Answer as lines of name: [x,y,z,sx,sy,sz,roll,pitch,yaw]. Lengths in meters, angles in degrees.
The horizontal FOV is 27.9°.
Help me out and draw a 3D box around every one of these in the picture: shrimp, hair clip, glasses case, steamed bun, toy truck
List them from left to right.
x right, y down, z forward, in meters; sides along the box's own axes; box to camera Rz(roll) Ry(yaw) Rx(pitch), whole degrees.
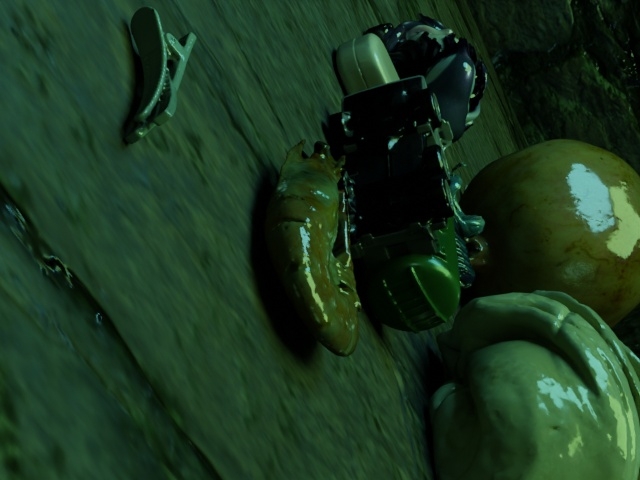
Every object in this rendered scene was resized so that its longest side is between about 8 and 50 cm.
hair clip: [-0.096,-0.094,0.728,0.039,0.030,0.115,40,24,-25]
shrimp: [-0.002,0.001,0.905,0.217,0.051,0.115,-89,161,-58]
glasses case: [0.075,-0.124,1.367,0.083,0.050,0.196,-74,141,-64]
toy truck: [0.073,-0.036,1.138,0.242,0.101,0.125,-90,160,-49]
steamed bun: [0.223,0.173,1.186,0.289,0.203,0.275,42,31,-61]

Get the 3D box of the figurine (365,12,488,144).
figurine: [0.120,-0.186,1.514,0.222,0.145,0.145,-105,170,-68]

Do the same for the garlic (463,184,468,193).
garlic: [0.259,-0.023,1.833,0.194,0.127,0.131,-142,-127,-60]

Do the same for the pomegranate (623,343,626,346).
pomegranate: [0.275,0.167,1.479,0.210,0.179,0.179,59,13,7]

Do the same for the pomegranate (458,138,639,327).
pomegranate: [0.272,0.004,1.577,0.229,0.271,0.251,144,-59,-64]

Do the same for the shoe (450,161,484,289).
shoe: [0.150,-0.015,1.455,0.064,0.071,0.142,-18,92,-76]
